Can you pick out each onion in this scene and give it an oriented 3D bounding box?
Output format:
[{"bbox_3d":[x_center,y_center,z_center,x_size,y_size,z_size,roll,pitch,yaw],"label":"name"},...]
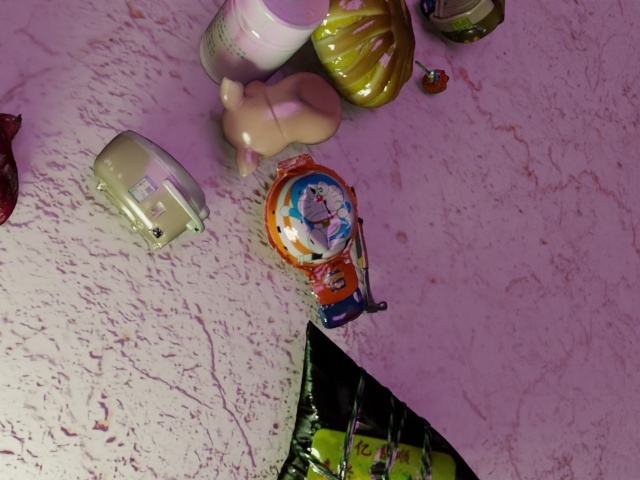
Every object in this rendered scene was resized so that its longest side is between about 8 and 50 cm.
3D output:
[{"bbox_3d":[-0.513,-0.125,0.897,0.195,0.140,0.218,40,59,-9],"label":"onion"}]

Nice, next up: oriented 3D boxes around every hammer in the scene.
[{"bbox_3d":[0.086,0.050,1.259,0.078,0.021,0.200,-6,82,-31],"label":"hammer"}]

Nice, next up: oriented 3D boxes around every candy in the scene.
[{"bbox_3d":[0.240,-0.371,1.370,0.201,0.061,0.060,0,77,-67],"label":"candy"}]

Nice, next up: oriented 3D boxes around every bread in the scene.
[{"bbox_3d":[0.093,-0.418,1.218,0.333,0.160,0.332,28,58,-59],"label":"bread"}]

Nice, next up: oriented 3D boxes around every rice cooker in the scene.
[{"bbox_3d":[-0.278,-0.081,1.010,0.127,0.145,0.206,-40,103,-18],"label":"rice cooker"}]

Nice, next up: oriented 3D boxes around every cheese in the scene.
[{"bbox_3d":[0.000,0.000,1.159,0.217,0.129,0.329,-21,97,-31],"label":"cheese"}]

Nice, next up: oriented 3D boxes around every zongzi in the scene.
[{"bbox_3d":[0.082,0.327,1.088,0.384,0.319,0.362,4,79,-11],"label":"zongzi"}]

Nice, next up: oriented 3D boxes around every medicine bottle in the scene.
[{"bbox_3d":[-0.107,-0.385,1.106,0.152,0.254,0.152,7,76,-29],"label":"medicine bottle"}]

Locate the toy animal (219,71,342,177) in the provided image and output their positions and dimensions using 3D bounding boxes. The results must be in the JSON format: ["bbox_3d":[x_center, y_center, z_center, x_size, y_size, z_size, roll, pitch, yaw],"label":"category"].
[{"bbox_3d":[-0.071,-0.231,1.152,0.250,0.154,0.166,-24,91,-32],"label":"toy animal"}]

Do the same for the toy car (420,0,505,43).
[{"bbox_3d":[0.373,-0.588,1.486,0.198,0.204,0.247,29,62,-46],"label":"toy car"}]
